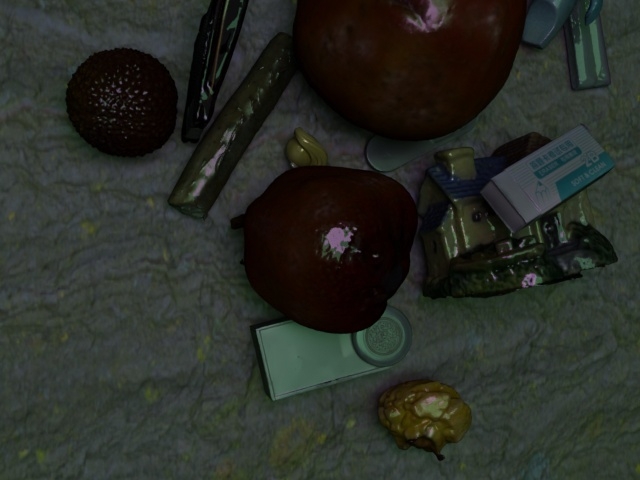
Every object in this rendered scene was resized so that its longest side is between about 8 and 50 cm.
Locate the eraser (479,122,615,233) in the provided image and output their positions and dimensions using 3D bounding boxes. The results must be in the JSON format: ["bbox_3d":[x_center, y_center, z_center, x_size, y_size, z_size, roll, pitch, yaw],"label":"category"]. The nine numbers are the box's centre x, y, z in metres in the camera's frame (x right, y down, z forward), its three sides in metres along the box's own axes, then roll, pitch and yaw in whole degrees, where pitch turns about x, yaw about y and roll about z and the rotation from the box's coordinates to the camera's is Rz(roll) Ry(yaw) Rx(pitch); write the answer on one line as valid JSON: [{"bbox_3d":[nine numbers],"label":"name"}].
[{"bbox_3d":[0.377,-0.105,1.230,0.225,0.052,0.095,-30,76,-24],"label":"eraser"}]

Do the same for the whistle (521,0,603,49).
[{"bbox_3d":[0.469,-0.500,1.431,0.186,0.093,0.273,29,97,31],"label":"whistle"}]

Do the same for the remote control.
[{"bbox_3d":[0.194,-0.204,1.422,0.245,0.022,0.077,-28,92,-12],"label":"remote control"}]

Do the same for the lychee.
[{"bbox_3d":[-0.326,-0.226,1.234,0.195,0.194,0.194,0,88,-12],"label":"lychee"}]

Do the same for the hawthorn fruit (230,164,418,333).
[{"bbox_3d":[0.016,0.006,1.237,0.295,0.311,0.294,-10,111,-26],"label":"hawthorn fruit"}]

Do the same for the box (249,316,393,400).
[{"bbox_3d":[0.000,0.189,1.333,0.225,0.086,0.129,-13,90,-13],"label":"box"}]

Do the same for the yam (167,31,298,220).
[{"bbox_3d":[-0.147,-0.207,1.323,0.083,0.083,0.371,31,82,-9],"label":"yam"}]

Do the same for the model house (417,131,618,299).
[{"bbox_3d":[0.335,-0.050,1.329,0.321,0.261,0.266,-11,88,-18],"label":"model house"}]

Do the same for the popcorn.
[{"bbox_3d":[0.187,0.314,1.341,0.167,0.148,0.152,-4,58,10],"label":"popcorn"}]

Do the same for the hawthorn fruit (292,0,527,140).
[{"bbox_3d":[0.165,-0.372,1.238,0.403,0.403,0.402,0,88,-12],"label":"hawthorn fruit"}]

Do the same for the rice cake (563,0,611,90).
[{"bbox_3d":[0.529,-0.415,1.492,0.080,0.042,0.221,-9,89,-10],"label":"rice cake"}]

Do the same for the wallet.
[{"bbox_3d":[-0.177,-0.299,1.245,0.072,0.221,0.262,16,84,-16],"label":"wallet"}]

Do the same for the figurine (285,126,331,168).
[{"bbox_3d":[-0.001,-0.123,1.355,0.083,0.083,0.187,-34,105,-11],"label":"figurine"}]

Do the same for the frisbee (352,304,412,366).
[{"bbox_3d":[0.110,0.167,1.309,0.110,0.014,0.110,1,88,-13],"label":"frisbee"}]
